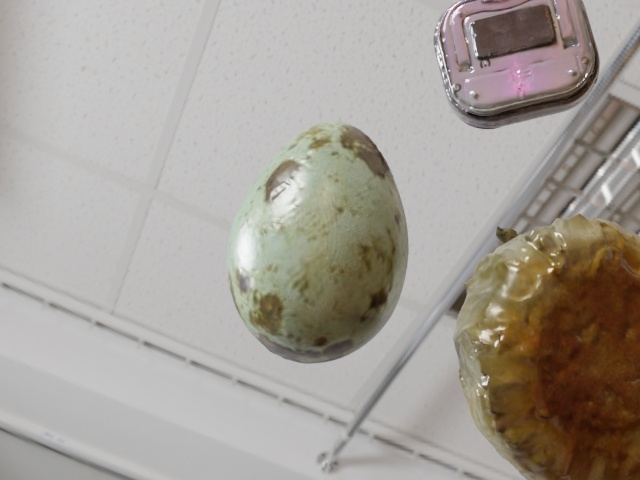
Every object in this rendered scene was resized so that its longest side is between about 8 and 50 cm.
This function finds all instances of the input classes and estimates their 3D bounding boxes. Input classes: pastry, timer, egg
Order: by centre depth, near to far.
[{"bbox_3d":[0.234,0.105,0.773,0.236,0.256,0.121,-5,-2,-16],"label":"pastry"},{"bbox_3d":[0.000,0.000,0.798,0.169,0.231,0.169,10,-8,1],"label":"egg"},{"bbox_3d":[0.263,-0.256,1.155,0.209,0.190,0.069,-14,-15,12],"label":"timer"}]
